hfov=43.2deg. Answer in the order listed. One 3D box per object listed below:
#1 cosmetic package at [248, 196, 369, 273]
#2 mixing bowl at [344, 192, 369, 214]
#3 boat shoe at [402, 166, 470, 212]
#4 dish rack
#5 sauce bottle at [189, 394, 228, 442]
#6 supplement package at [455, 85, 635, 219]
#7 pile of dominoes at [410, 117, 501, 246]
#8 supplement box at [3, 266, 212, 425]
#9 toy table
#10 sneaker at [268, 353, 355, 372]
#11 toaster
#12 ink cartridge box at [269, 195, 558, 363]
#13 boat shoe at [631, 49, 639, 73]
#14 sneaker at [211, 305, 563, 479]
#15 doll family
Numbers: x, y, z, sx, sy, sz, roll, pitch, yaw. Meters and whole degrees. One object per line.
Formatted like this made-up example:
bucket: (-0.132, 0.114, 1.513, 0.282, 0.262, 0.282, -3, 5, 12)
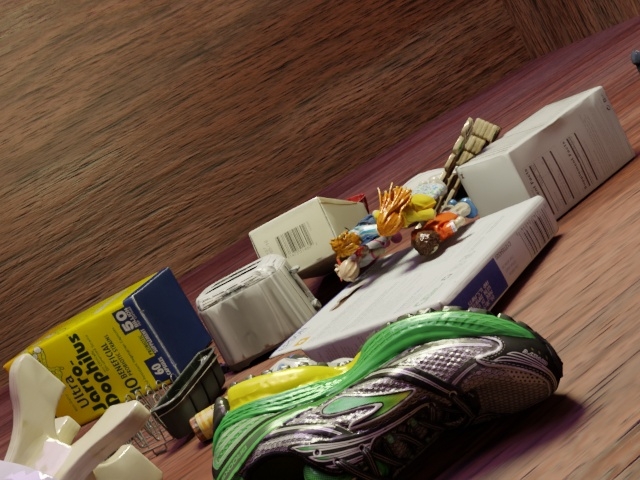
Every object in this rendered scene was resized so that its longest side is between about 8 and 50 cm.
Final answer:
cosmetic package: (0.000, 0.000, 1.611, 0.160, 0.113, 0.309, -27, -7, 16)
mixing bowl: (0.049, -0.025, 1.905, 0.181, 0.098, 0.181, -29, 8, 4)
boat shoe: (0.259, -0.099, 1.687, 0.267, 0.096, 0.088, -14, 11, 34)
dish rack: (-0.289, 0.290, 1.307, 0.271, 0.074, 0.208, -27, 8, 18)
sauce bottle: (-0.124, 0.238, 1.154, 0.128, 0.042, 0.042, -32, 9, -7)
supplement package: (0.366, -0.127, 1.317, 0.244, 0.134, 0.139, -34, 9, -26)
pile of dominoes: (0.235, -0.088, 1.395, 0.251, 0.040, 0.196, -66, -16, 13)
supplement box: (-0.448, 0.238, 1.722, 0.356, 0.194, 0.195, -27, 9, 19)
toy table: (-0.327, 0.281, 1.002, 0.274, 0.252, 0.161, -8, 37, 37)
sneaker: (-0.024, 0.189, 0.983, 0.081, 0.080, 0.211, -33, 7, -39)
toaster: (-0.118, 0.126, 1.433, 0.226, 0.147, 0.129, -28, 8, 14)
ink cartridge box: (0.136, 0.075, 1.152, 0.330, 0.071, 0.324, -26, 8, 45)
boat shoe: (0.567, -0.238, 1.210, 0.127, 0.158, 0.340, -30, 8, 3)
sneaker: (0.059, 0.176, 0.739, 0.343, 0.134, 0.146, -24, 35, 14)
doll family: (0.099, -0.024, 1.243, 0.263, 0.118, 0.163, -24, 10, 46)
